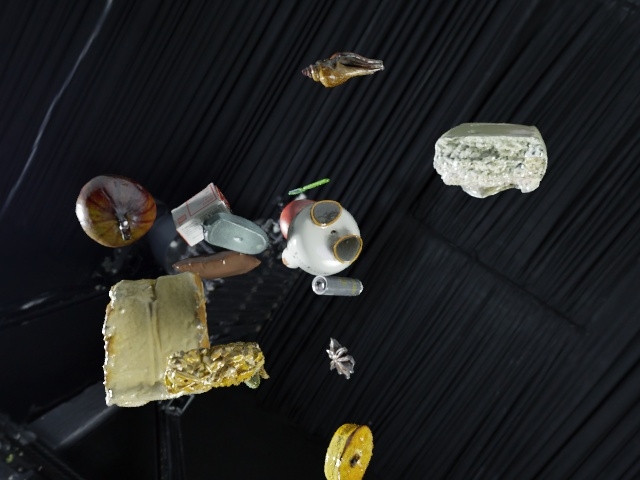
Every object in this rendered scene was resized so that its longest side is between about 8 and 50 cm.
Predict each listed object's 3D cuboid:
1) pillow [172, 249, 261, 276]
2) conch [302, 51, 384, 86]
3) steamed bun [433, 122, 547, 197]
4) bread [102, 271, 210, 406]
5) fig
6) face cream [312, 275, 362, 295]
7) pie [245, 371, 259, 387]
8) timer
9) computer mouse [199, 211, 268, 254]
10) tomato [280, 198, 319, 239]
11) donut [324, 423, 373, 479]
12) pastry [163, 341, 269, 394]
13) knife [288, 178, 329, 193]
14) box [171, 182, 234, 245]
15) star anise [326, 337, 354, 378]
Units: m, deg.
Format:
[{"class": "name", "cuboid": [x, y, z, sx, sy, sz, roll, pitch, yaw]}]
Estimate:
[{"class": "pillow", "cuboid": [-0.442, 0.106, 1.966, 0.305, 0.307, 0.108, 58, -158, -79]}, {"class": "conch", "cuboid": [0.062, -0.505, 1.308, 0.080, 0.232, 0.086, 55, 166, 50]}, {"class": "steamed bun", "cuboid": [0.400, -0.177, 1.029, 0.225, 0.170, 0.200, 10, -154, 34]}, {"class": "bread", "cuboid": [-0.486, 0.303, 1.402, 0.279, 0.371, 0.390, -5, 171, -12]}, {"class": "fig", "cuboid": [-0.645, -0.096, 1.427, 0.235, 0.235, 0.214, 31, 158, -15]}, {"class": "face cream", "cuboid": [0.078, 0.177, 1.734, 0.073, 0.073, 0.283, 40, -164, 33]}, {"class": "pie", "cuboid": [-0.216, 0.418, 1.392, 0.084, 0.021, 0.084, 47, -153, -33]}, {"class": "timer", "cuboid": [0.000, 0.000, 1.413, 0.233, 0.234, 0.240, 31, 156, -14]}, {"class": "computer mouse", "cuboid": [-0.272, -0.024, 1.409, 0.229, 0.113, 0.068, 22, -156, -27]}, {"class": "tomato", "cuboid": [-0.045, -0.055, 1.567, 0.195, 0.136, 0.195, 1, -136, 0]}, {"class": "donut", "cuboid": [0.064, 0.502, 1.047, 0.058, 0.152, 0.152, 3, 172, 34]}, {"class": "pastry", "cuboid": [-0.257, 0.315, 1.115, 0.249, 0.154, 0.102, -1, -119, -24]}, {"class": "knife", "cuboid": [-0.040, -0.221, 1.849, 0.212, 0.015, 0.054, -15, 173, 41]}, {"class": "box", "cuboid": [-0.390, -0.088, 1.488, 0.099, 0.182, 0.133, 58, 179, -38]}, {"class": "star anise", "cuboid": [0.086, 0.528, 2.031, 0.182, 0.065, 0.195, -11, 100, 59]}]
